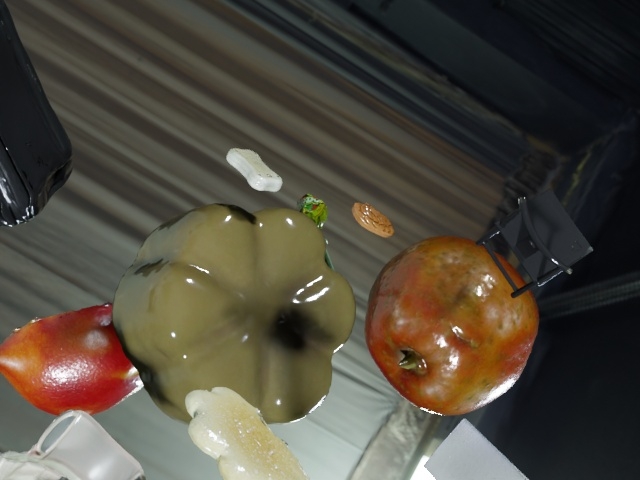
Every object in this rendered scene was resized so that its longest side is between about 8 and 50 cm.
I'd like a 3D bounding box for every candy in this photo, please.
[{"bbox_3d":[-0.003,0.001,1.964,0.077,0.073,0.262,-56,146,-30],"label":"candy"}]

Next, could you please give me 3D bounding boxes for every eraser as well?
[{"bbox_3d":[0.236,0.357,1.324,0.104,0.023,0.150,-49,-138,1],"label":"eraser"}]

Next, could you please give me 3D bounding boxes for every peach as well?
[{"bbox_3d":[-0.541,0.283,1.937,0.258,0.361,0.201,119,-44,-54],"label":"peach"}]

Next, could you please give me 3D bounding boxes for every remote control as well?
[{"bbox_3d":[-0.129,-0.136,1.681,0.074,0.122,0.032,2,126,-45],"label":"remote control"}]

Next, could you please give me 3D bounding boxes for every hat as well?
[{"bbox_3d":[-0.418,0.401,1.415,0.164,0.219,0.226,-43,-177,17],"label":"hat"}]

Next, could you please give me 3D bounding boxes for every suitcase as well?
[{"bbox_3d":[-0.515,-0.197,1.272,0.188,0.345,0.339,-17,-158,6],"label":"suitcase"}]

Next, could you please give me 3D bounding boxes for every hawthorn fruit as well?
[{"bbox_3d":[0.272,0.196,1.953,0.403,0.403,0.403,-57,-172,12],"label":"hawthorn fruit"}]

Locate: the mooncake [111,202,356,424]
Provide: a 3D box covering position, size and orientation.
[{"bbox_3d":[-0.167,0.148,1.747,0.262,0.467,0.467,-16,-139,55],"label":"mooncake"}]

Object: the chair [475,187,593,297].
[{"bbox_3d":[0.406,-0.003,1.610,0.141,0.154,0.260,-31,172,-14],"label":"chair"}]

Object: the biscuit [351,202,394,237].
[{"bbox_3d":[0.096,-0.041,1.591,0.015,0.091,0.078,-49,-144,28],"label":"biscuit"}]

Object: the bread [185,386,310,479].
[{"bbox_3d":[-0.117,0.322,1.356,0.039,0.251,0.182,-49,157,12],"label":"bread"}]
